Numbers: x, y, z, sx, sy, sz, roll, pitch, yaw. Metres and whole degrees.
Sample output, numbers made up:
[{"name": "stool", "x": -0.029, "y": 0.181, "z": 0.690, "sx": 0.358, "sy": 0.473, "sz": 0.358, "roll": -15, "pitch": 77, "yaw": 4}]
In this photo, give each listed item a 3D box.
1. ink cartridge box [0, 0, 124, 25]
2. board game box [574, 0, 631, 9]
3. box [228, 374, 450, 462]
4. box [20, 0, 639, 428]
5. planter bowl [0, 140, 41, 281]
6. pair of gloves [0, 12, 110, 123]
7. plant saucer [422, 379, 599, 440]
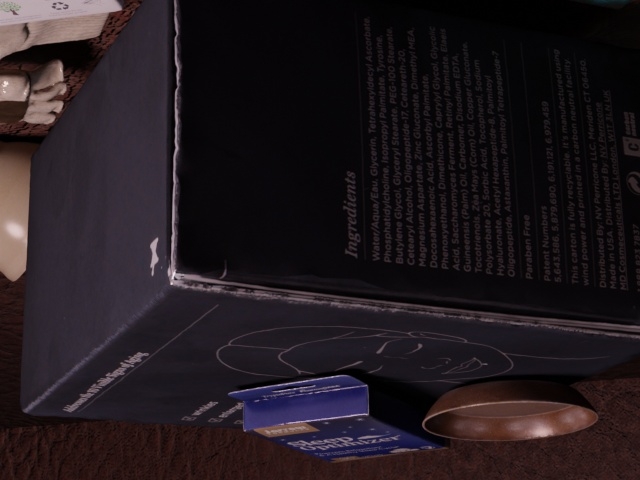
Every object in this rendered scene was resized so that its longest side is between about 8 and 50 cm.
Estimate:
[{"name": "ink cartridge box", "x": -0.275, "y": -0.248, "z": 1.140, "sx": 0.165, "sy": 0.065, "sz": 0.333, "roll": -4, "pitch": 165, "yaw": 13}, {"name": "board game box", "x": 0.207, "y": -0.244, "z": 1.334, "sx": 0.186, "sy": 0.026, "sz": 0.126, "roll": 6, "pitch": 163, "yaw": -21}, {"name": "box", "x": 0.020, "y": 0.178, "z": 1.541, "sx": 0.136, "sy": 0.036, "sz": 0.225, "roll": -11, "pitch": 157, "yaw": 27}, {"name": "box", "x": 0.000, "y": 0.000, "z": 1.513, "sx": 0.471, "sy": 0.297, "sz": 0.480, "roll": 6, "pitch": 160, "yaw": -24}, {"name": "planter bowl", "x": -0.354, "y": -0.049, "z": 1.802, "sx": 0.109, "sy": 0.162, "sz": 0.162, "roll": 33, "pitch": 153, "yaw": -15}, {"name": "pair of gloves", "x": -0.309, "y": -0.156, "z": 1.432, "sx": 0.204, "sy": 0.042, "sz": 0.240, "roll": -6, "pitch": 162, "yaw": -29}, {"name": "plant saucer", "x": 0.181, "y": 0.162, "z": 1.513, "sx": 0.168, "sy": 0.029, "sz": 0.168, "roll": -1, "pitch": 162, "yaw": 0}]
